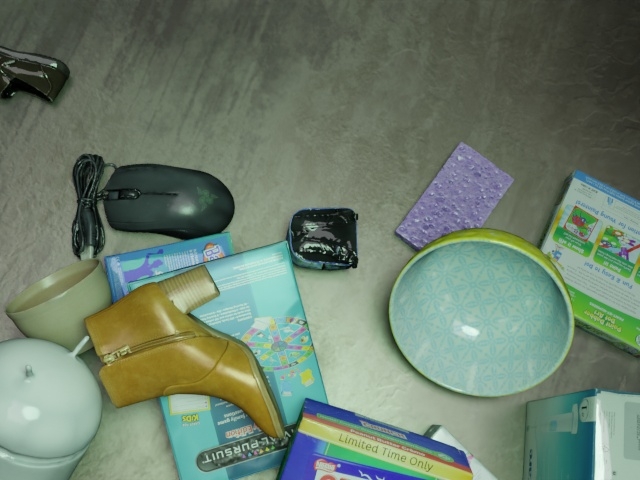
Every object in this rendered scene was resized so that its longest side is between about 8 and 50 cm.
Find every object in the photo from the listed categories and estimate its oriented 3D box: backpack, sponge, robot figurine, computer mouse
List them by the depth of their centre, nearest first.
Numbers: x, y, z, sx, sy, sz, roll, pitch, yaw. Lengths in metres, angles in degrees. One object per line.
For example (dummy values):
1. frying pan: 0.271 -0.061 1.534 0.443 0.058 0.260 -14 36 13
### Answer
1. robot figurine: -0.438 0.281 1.296 0.199 0.300 0.353 33 115 -1
2. computer mouse: -0.278 -0.061 1.510 0.272 0.072 0.189 0 76 -6
3. backpack: 0.000 0.000 1.520 0.114 0.084 0.105 2 76 -11
4. sponge: 0.233 -0.058 1.588 0.117 0.031 0.210 36 76 4

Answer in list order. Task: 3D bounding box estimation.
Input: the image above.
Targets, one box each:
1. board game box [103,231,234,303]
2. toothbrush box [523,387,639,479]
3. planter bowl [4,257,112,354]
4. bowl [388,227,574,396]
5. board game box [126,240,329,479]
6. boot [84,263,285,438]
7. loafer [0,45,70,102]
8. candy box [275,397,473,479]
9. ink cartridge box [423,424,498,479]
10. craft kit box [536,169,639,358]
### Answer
1. board game box: -0.234 0.085 1.492 0.210 0.047 0.160 -11 78 -9
2. toothbrush box: 0.409 0.346 1.374 0.126 0.295 0.216 8 75 -6
3. planter bowl: -0.392 0.114 1.424 0.162 0.162 0.109 -29 109 -12
4. bowl: 0.264 0.091 1.475 0.289 0.289 0.156 29 32 1
5. board game box: -0.135 0.194 1.426 0.253 0.079 0.336 -15 92 -10
6. boot: -0.200 0.200 1.333 0.211 0.104 0.295 -29 89 -4
7. loafer: -0.538 -0.281 1.529 0.220 0.080 0.078 9 75 -4
8. candy box: 0.047 0.430 1.353 0.268 0.122 0.317 19 94 -3
9. ink cartridge box: 0.213 0.354 1.455 0.052 0.088 0.122 -43 84 -11
10. craft kit box: 0.501 0.041 1.583 0.249 0.061 0.247 27 72 1
